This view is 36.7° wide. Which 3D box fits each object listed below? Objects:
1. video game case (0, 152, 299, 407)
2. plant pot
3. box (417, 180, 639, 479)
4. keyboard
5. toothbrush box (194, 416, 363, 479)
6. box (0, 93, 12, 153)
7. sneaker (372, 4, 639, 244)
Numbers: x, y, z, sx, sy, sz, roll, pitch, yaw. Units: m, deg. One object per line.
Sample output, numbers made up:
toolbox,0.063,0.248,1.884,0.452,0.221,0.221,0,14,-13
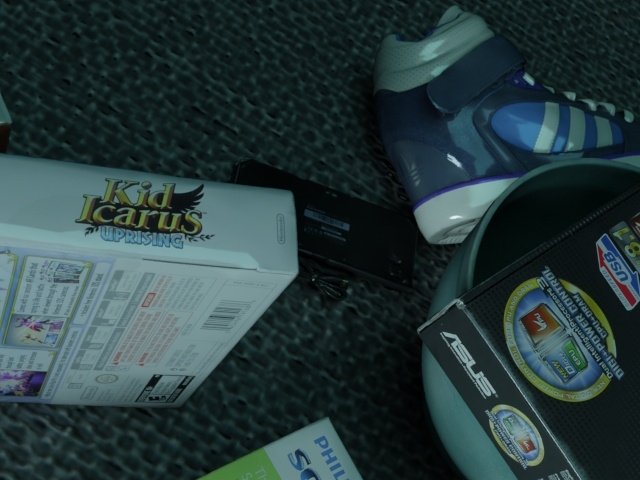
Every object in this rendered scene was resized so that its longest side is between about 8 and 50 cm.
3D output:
video game case,-0.173,0.037,0.602,0.244,0.269,0.061,5,63,-22
plant pot,0.199,0.107,0.771,0.293,0.196,0.293,10,62,-20
box,0.223,0.112,0.627,0.216,0.060,0.270,-27,78,-32
keyboard,0.000,0.000,0.843,0.180,0.023,0.108,19,53,-13
toothbrush box,-0.074,0.267,0.595,0.283,0.122,0.206,-20,71,-37
box,-0.391,-0.047,0.582,0.345,0.215,0.168,-20,75,-29
sneaker,0.205,-0.133,0.930,0.323,0.130,0.236,-9,74,-21
